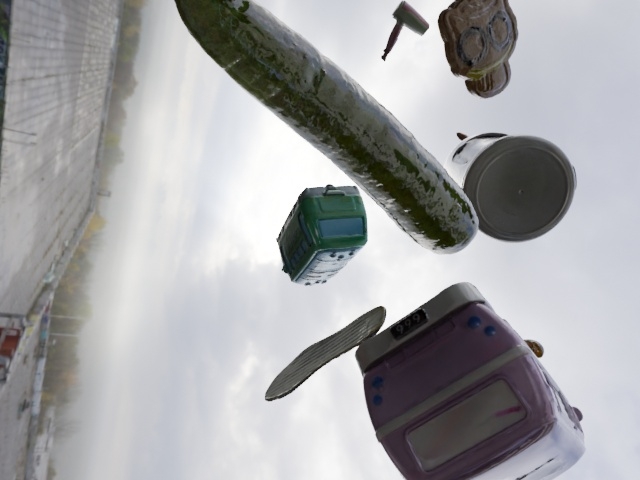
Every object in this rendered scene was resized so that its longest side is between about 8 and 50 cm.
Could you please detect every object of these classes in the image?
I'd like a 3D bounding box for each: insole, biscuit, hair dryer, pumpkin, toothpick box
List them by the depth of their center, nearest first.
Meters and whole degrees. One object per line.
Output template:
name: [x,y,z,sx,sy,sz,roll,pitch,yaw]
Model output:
insole: [0.000,0.227,0.879,0.348,0.009,0.119,-40,-165,30]
toothpick box: [0.388,-0.122,0.978,0.316,0.228,0.229,-76,-178,-74]
biscuit: [0.372,-0.472,1.013,0.041,0.208,0.291,29,-32,60]
pumpkin: [0.588,0.295,1.213,0.083,0.028,0.050,166,-92,-80]
hair dryer: [0.220,-0.574,1.243,0.154,0.106,0.054,-51,-163,17]

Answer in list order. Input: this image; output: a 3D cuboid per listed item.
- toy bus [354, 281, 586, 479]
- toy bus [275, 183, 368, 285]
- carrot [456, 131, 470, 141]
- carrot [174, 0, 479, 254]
toy bus: [0.139,0.148,0.403,0.142,0.202,0.142,-38,-135,12]
toy bus: [0.000,0.000,1.271,0.343,0.183,0.200,126,-46,-60]
carrot: [0.470,-0.277,1.302,0.165,0.035,0.036,33,-60,20]
carrot: [0.030,-0.087,0.376,0.074,0.358,0.074,-28,-135,32]
